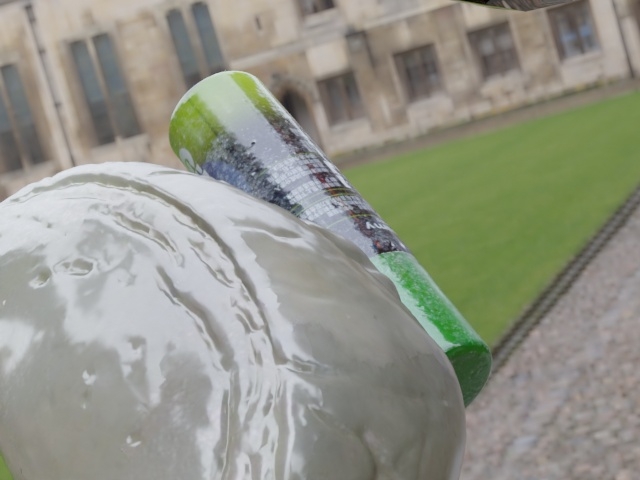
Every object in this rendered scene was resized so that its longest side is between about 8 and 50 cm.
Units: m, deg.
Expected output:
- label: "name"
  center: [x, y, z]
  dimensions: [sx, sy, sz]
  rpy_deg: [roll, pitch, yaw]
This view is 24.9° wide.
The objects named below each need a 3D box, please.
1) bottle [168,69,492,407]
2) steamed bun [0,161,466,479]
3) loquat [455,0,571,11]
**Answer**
- label: "bottle"
  center: [0.000, 0.000, 1.076]
  dimensions: [0.093, 0.093, 0.330]
  rpy_deg: [-19, 48, -26]
- label: "steamed bun"
  center: [-0.058, 0.092, 0.865]
  dimensions: [0.236, 0.247, 0.383]
  rpy_deg: [-51, 45, 1]
- label: "loquat"
  center: [0.070, -0.191, 0.478]
  dimensions: [0.235, 0.235, 0.235]
  rpy_deg: [-16, 5, 1]
